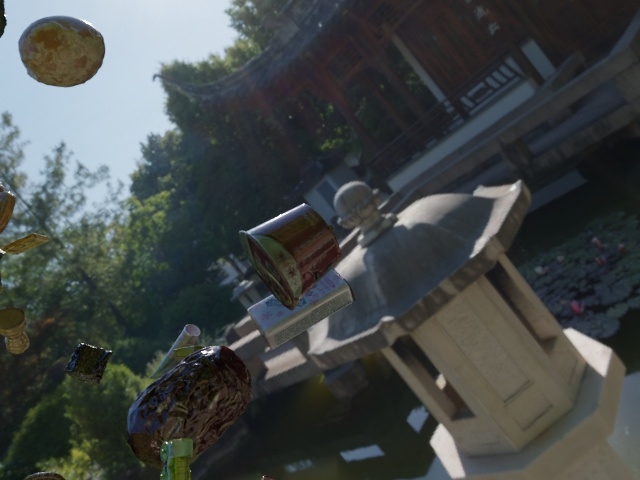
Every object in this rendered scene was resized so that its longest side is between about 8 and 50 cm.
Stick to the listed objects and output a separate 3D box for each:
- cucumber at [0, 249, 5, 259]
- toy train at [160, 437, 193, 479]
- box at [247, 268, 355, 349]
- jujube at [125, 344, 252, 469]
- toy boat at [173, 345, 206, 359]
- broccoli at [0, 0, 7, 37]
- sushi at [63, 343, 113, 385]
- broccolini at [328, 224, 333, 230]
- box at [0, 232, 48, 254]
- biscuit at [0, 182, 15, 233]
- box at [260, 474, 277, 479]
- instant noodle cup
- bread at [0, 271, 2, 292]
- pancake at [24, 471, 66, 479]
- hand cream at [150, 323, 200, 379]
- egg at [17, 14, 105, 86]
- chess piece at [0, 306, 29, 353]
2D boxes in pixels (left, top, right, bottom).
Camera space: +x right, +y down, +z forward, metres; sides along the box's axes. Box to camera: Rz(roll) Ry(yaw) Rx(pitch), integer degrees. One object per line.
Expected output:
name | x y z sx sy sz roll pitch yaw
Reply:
cucumber | -1.051 0.021 1.637 0.058 0.187 0.058 -49 24 31
toy train | -0.279 0.513 1.050 0.053 0.250 0.085 10 -23 -34
box | -0.068 0.234 2.014 0.369 0.112 0.190 -30 38 -15
jujube | -0.360 0.466 1.512 0.376 0.258 0.258 -39 3 7
toy boat | -0.438 0.405 1.912 0.066 0.065 0.172 -34 -35 18
broccoli | -0.818 -0.548 1.149 0.321 0.303 0.284 -13 58 41
sushi | -0.565 0.308 1.347 0.094 0.097 0.084 105 -179 -56
broccolini | 0.010 -0.016 1.729 0.068 0.091 0.202 -59 8 -30
box | -1.058 0.014 1.956 0.148 0.020 0.073 -22 -14 10
biscuit | -1.159 -0.079 1.833 0.375 0.051 0.270 -9 62 28
box | -0.146 0.697 1.389 0.111 0.059 0.156 -61 16 18
instant noodle cup | -0.070 0.030 1.375 0.178 0.235 0.235 -35 2 -19
bread | -0.801 0.069 1.253 0.049 0.088 0.226 -8 -11 -10
pancake | -0.815 0.780 1.593 0.021 0.199 0.199 -22 15 45
hand cream | -0.596 0.481 2.263 0.312 0.111 0.070 -58 34 23
egg | -0.713 -0.526 1.522 0.233 0.195 0.195 -43 5 -29
chess piece | -0.728 0.219 1.303 0.066 0.066 0.122 -42 -23 -40
